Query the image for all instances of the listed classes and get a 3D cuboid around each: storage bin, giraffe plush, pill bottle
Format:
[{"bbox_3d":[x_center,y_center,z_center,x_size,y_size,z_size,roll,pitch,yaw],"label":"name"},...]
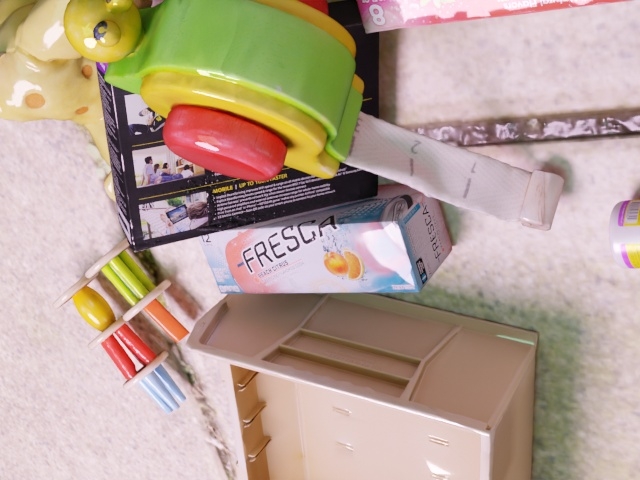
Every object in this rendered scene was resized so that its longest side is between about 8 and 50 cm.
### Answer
[{"bbox_3d":[0.033,0.181,0.833,0.260,0.123,0.262,12,125,27],"label":"storage bin"},{"bbox_3d":[-0.136,-0.117,0.733,0.170,0.210,0.181,38,156,-32],"label":"giraffe plush"},{"bbox_3d":[0.222,-0.005,0.638,0.083,0.043,0.043,-2,118,35],"label":"pill bottle"}]

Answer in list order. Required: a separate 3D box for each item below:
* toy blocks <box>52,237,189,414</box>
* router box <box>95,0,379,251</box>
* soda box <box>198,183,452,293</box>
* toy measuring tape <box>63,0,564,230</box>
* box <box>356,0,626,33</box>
[{"bbox_3d":[-0.158,0.083,0.941,0.148,0.054,0.123,50,133,-5],"label":"toy blocks"},{"bbox_3d":[-0.049,-0.076,0.689,0.046,0.178,0.133,-128,30,-51],"label":"router box"},{"bbox_3d":[0.000,0.000,0.775,0.183,0.063,0.058,-3,118,35],"label":"soda box"},{"bbox_3d":[0.017,-0.073,0.596,0.330,0.121,0.121,19,135,-17],"label":"toy measuring tape"},{"bbox_3d":[0.138,-0.193,0.515,0.256,0.122,0.128,0,118,33],"label":"box"}]
